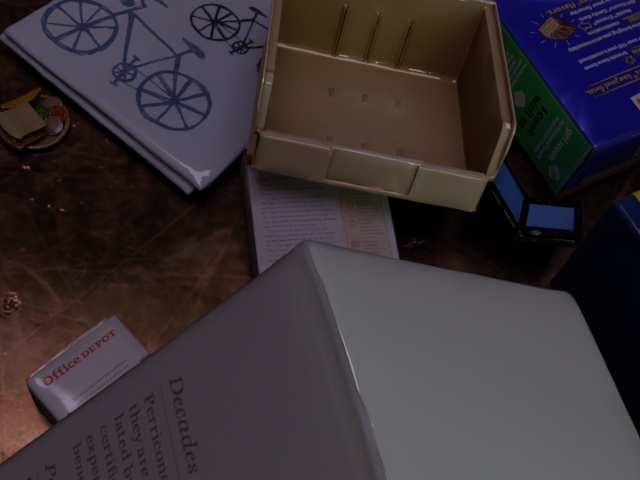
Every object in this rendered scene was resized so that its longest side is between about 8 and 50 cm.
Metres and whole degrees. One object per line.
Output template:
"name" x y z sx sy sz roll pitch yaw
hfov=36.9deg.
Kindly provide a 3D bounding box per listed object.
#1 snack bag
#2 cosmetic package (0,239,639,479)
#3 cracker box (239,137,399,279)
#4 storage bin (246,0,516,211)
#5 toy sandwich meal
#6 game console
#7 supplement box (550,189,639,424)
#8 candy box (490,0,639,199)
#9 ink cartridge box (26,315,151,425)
"snack bag" -0.159 -0.251 1.188 0.323 0.037 0.342 37 60 11
"cosmetic package" 0.011 0.252 0.677 0.329 0.393 0.327 12 51 -47
"cracker box" 0.000 0.000 1.057 0.155 0.067 0.232 -2 63 -11
"storage bin" 0.062 -0.175 1.064 0.262 0.123 0.260 11 43 -7
"toy sandwich meal" -0.332 -0.141 1.105 0.085 0.029 0.086 4 61 -6
"game console" 0.244 -0.050 1.085 0.107 0.071 0.122 6 25 14
"supplement box" 0.472 0.024 1.041 0.356 0.195 0.194 -20 67 -17
"candy box" 0.337 -0.245 1.209 0.268 0.122 0.317 -21 66 -20
"ink cartridge box" -0.197 0.166 0.940 0.109 0.063 0.150 -38 73 -24
